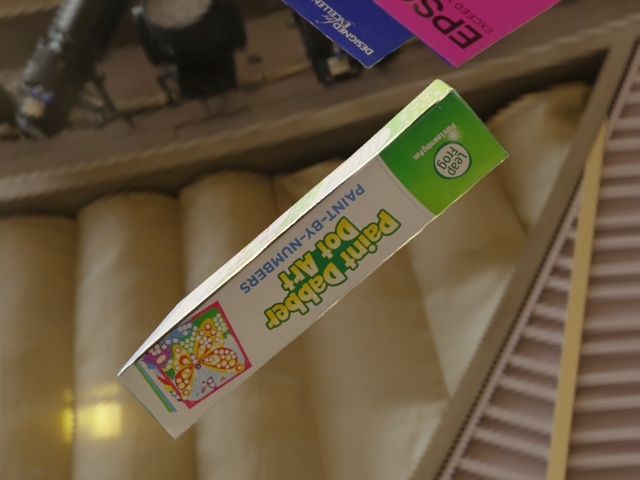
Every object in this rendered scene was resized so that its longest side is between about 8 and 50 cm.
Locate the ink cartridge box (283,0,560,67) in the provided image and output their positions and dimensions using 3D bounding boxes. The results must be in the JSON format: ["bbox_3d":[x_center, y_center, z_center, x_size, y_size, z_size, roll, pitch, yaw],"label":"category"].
[{"bbox_3d":[0.072,-0.189,0.730,0.371,0.176,0.069,-28,-146,46],"label":"ink cartridge box"}]

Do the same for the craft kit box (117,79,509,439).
[{"bbox_3d":[0.000,0.000,1.012,0.246,0.250,0.061,-43,-87,7],"label":"craft kit box"}]
